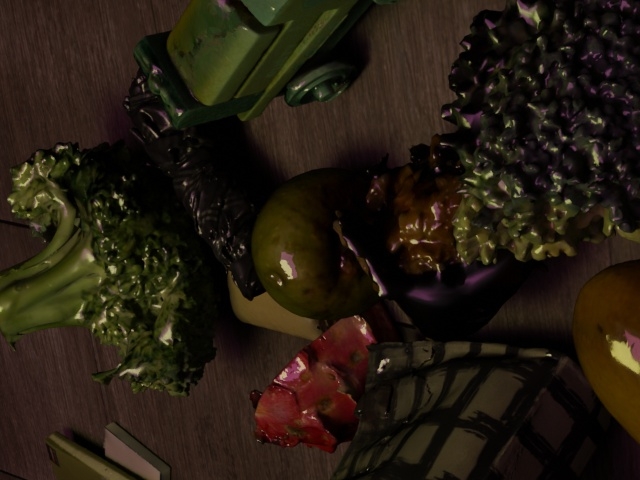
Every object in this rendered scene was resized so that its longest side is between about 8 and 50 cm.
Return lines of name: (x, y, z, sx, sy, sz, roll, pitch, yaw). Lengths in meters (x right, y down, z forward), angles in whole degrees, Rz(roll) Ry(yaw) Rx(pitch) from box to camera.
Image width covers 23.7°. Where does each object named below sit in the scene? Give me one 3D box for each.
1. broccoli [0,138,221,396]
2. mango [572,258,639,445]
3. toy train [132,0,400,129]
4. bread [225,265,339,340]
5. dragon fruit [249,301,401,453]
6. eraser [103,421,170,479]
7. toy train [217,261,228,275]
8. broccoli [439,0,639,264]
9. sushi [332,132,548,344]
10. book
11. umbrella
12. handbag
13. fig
broccoli: (-0.285, 0.027, 2.091, 0.277, 0.317, 0.338, -132, 52, -79)
mango: (0.414, 0.155, 1.292, 0.445, 0.220, 0.301, 26, 169, 1)
toy train: (-0.038, -0.261, 1.678, 0.160, 0.253, 0.397, 59, 140, 12)
bread: (-0.052, 0.060, 2.006, 0.178, 0.060, 0.139, 9, 114, 47)
dragon fruit: (0.004, 0.211, 1.936, 0.126, 0.161, 0.274, 54, 138, 19)
eraser: (-0.299, 0.374, 2.479, 0.150, 0.023, 0.104, 32, 131, 36)
toy train: (-0.127, 0.006, 2.094, 0.045, 0.029, 0.092, 40, 136, 40)
broccoli: (0.286, -0.109, 1.417, 0.281, 0.348, 0.293, 83, -167, -68)
sushi: (0.139, -0.010, 1.662, 0.200, 0.204, 0.213, 48, -176, -19)
book: (-0.325, 0.475, 2.530, 0.352, 0.035, 0.239, 20, 131, 44)
umbrella: (-0.139, -0.090, 1.970, 0.336, 0.128, 0.154, 55, 150, 26)
handbag: (0.118, 0.263, 1.708, 0.162, 0.325, 0.327, 47, 156, -26)
fig: (0.000, 0.000, 1.825, 0.191, 0.181, 0.181, -139, 39, -64)
